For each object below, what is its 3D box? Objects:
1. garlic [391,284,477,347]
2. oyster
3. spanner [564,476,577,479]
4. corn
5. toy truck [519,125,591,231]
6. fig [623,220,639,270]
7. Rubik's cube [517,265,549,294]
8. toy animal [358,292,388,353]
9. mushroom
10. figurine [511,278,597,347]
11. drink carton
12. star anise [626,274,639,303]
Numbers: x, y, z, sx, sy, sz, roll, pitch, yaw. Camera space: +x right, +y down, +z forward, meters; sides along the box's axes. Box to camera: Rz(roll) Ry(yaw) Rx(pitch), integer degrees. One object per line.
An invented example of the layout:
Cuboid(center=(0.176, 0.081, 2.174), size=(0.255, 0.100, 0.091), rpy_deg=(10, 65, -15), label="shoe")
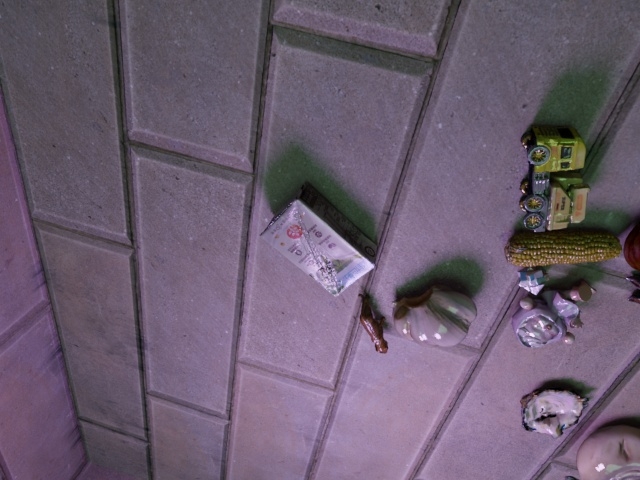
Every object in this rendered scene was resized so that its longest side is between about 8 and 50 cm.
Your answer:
Cuboid(center=(0.375, 0.263, 1.427), size=(0.281, 0.184, 0.203), rpy_deg=(-36, 126, 29), label="garlic")
Cuboid(center=(0.821, 0.613, 1.581), size=(0.198, 0.092, 0.259), rpy_deg=(16, 115, 6), label="oyster")
Cuboid(center=(1.111, 0.989, 1.776), size=(0.254, 0.015, 0.054), rpy_deg=(8, 125, 11), label="spanner")
Cuboid(center=(0.672, 0.018, 1.240), size=(0.293, 0.106, 0.106), rpy_deg=(-6, 120, 14), label="corn")
Cuboid(center=(0.601, -0.154, 1.133), size=(0.157, 0.124, 0.272), rpy_deg=(-2, 121, 17), label="toy truck")
Cuboid(center=(0.878, -0.005, 1.131), size=(0.149, 0.148, 0.202), rpy_deg=(24, 140, 31), label="fig")
Cuboid(center=(0.633, 0.107, 1.318), size=(0.084, 0.075, 0.073), rpy_deg=(24, 127, 1), label="Rubik's cube")
Cuboid(center=(0.184, 0.289, 1.543), size=(0.057, 0.099, 0.241), rpy_deg=(-19, 115, 24), label="toy animal")
Cuboid(center=(1.049, 0.816, 1.495), size=(0.314, 0.336, 0.314), rpy_deg=(4, 114, 10), label="mushroom")
Cuboid(center=(0.698, 0.221, 1.342), size=(0.200, 0.133, 0.276), rpy_deg=(41, 119, -1), label="figurine")
Cuboid(center=(0.000, -0.001, 1.394), size=(0.324, 0.132, 0.194), rpy_deg=(41, 122, -13), label="drink carton")
Cuboid(center=(0.968, 0.149, 1.211), size=(0.231, 0.089, 0.209), rpy_deg=(42, 157, 25), label="star anise")
